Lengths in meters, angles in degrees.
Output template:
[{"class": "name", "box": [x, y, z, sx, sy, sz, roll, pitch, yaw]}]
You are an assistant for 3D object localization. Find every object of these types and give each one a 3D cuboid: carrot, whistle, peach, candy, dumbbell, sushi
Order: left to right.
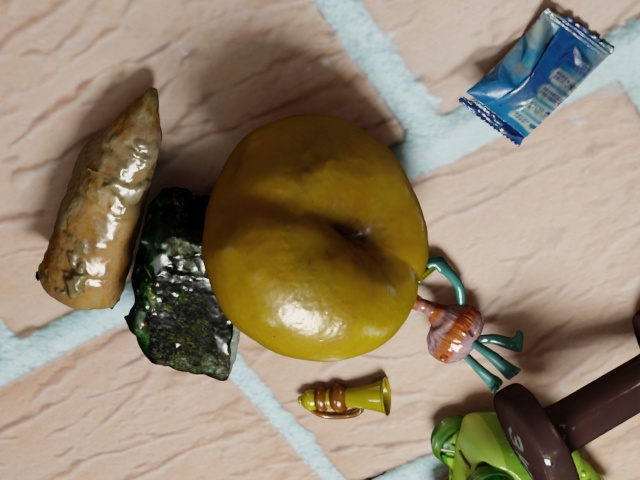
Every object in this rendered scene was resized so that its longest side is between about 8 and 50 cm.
[{"class": "carrot", "box": [-0.215, -0.048, 1.489, 0.102, 0.102, 0.263, 20, 122, -10]}, {"class": "sushi", "box": [-0.138, 0.044, 1.523, 0.127, 0.124, 0.225, 8, 133, -1]}, {"class": "peach", "box": [0.000, 0.000, 1.405, 0.251, 0.251, 0.153, 36, 150, -21]}, {"class": "whistle", "box": [0.030, 0.186, 1.679, 0.109, 0.057, 0.046, -6, 82, 20]}, {"class": "candy", "box": [0.210, -0.160, 1.394, 0.088, 0.038, 0.136, 34, 113, -23]}, {"class": "dumbbell", "box": [0.308, 0.173, 1.536, 0.225, 0.124, 0.140, -30, 126, -5]}]

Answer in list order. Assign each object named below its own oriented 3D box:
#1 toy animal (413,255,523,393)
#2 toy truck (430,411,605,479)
[{"class": "toy animal", "box": [0.131, 0.079, 1.554, 0.208, 0.100, 0.103, 32, 101, -8]}, {"class": "toy truck", "box": [0.230, 0.278, 1.669, 0.210, 0.148, 0.187, -24, 123, -5]}]
